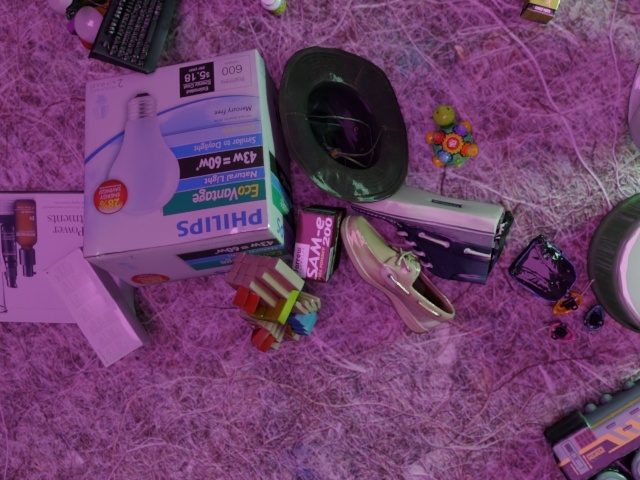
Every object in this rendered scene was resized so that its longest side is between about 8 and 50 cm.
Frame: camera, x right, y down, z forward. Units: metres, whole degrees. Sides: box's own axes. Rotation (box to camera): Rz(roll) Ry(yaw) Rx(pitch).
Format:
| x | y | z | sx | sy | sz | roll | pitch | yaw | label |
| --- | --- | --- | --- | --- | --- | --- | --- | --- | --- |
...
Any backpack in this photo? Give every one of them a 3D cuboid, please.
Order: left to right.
| x | y | z | sx | sy | sz | roll | pitch | yaw | label |
| --- | --- | --- | --- | --- | --- | --- | --- | --- | --- |
| 0.448 | 0.060 | 1.439 | 0.114 | 0.084 | 0.105 | 39 | 99 | 6 | backpack |

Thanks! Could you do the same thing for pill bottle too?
| x | y | z | sx | sy | sz | roll | pitch | yaw | label |
| --- | --- | --- | --- | --- | --- | --- | --- | --- | --- |
| -0.097 | -0.485 | 1.460 | 0.043 | 0.083 | 0.043 | 1 | 96 | 8 | pill bottle |

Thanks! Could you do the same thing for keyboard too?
| x | y | z | sx | sy | sz | roll | pitch | yaw | label |
| --- | --- | --- | --- | --- | --- | --- | --- | --- | --- |
| -0.393 | -0.452 | 1.402 | 0.201 | 0.317 | 0.033 | 14 | 138 | -14 | keyboard |

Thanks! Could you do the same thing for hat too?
| x | y | z | sx | sy | sz | roll | pitch | yaw | label |
| --- | --- | --- | --- | --- | --- | --- | --- | --- | --- |
| 0.026 | -0.213 | 1.437 | 0.331 | 0.134 | 0.331 | 11 | 68 | -28 | hat |

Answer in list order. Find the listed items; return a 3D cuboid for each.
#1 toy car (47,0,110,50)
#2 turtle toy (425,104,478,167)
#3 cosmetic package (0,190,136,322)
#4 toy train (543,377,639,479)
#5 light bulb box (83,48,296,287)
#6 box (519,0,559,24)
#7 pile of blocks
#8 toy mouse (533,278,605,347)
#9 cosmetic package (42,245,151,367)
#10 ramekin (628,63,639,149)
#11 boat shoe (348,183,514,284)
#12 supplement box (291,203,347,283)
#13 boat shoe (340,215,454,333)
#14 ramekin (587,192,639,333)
| x | y | z | sx | sy | sz | roll | pitch | yaw | label |
| --- | --- | --- | --- | --- | --- | --- | --- | --- | --- |
| -0.474 | -0.469 | 1.501 | 0.182 | 0.159 | 0.136 | 45 | 136 | 1 | toy car |
| 0.260 | -0.208 | 1.447 | 0.095 | 0.066 | 0.130 | -18 | 93 | 10 | turtle toy |
| -0.605 | 0.034 | 1.584 | 0.377 | 0.097 | 0.284 | 0 | 99 | 8 | cosmetic package |
| 0.612 | 0.393 | 1.431 | 0.334 | 0.142 | 0.190 | -36 | 81 | 10 | toy train |
| -0.248 | -0.128 | 1.394 | 0.358 | 0.225 | 0.361 | -9 | 72 | 9 | light bulb box |
| 0.450 | -0.540 | 1.376 | 0.058 | 0.087 | 0.232 | 17 | 97 | 4 | box |
| -0.084 | 0.152 | 1.381 | 0.149 | 0.362 | 0.113 | 18 | 68 | 18 | pile of blocks |
| 0.518 | 0.164 | 1.462 | 0.161 | 0.031 | 0.143 | -37 | 111 | 17 | toy mouse |
| -0.464 | 0.135 | 1.499 | 0.099 | 0.060 | 0.239 | -31 | 94 | 6 | cosmetic package |
| 0.680 | -0.275 | 1.289 | 0.127 | 0.273 | 0.273 | 11 | 98 | -6 | ramekin |
| 0.203 | -0.013 | 1.453 | 0.340 | 0.127 | 0.158 | 14 | 115 | 17 | boat shoe |
| 0.000 | 0.000 | 1.418 | 0.073 | 0.239 | 0.130 | 8 | 97 | 7 | supplement box |
| 0.155 | 0.058 | 1.434 | 0.098 | 0.109 | 0.302 | -27 | 111 | 32 | boat shoe |
| 0.681 | 0.052 | 1.372 | 0.303 | 0.148 | 0.303 | 1 | 96 | 8 | ramekin |
